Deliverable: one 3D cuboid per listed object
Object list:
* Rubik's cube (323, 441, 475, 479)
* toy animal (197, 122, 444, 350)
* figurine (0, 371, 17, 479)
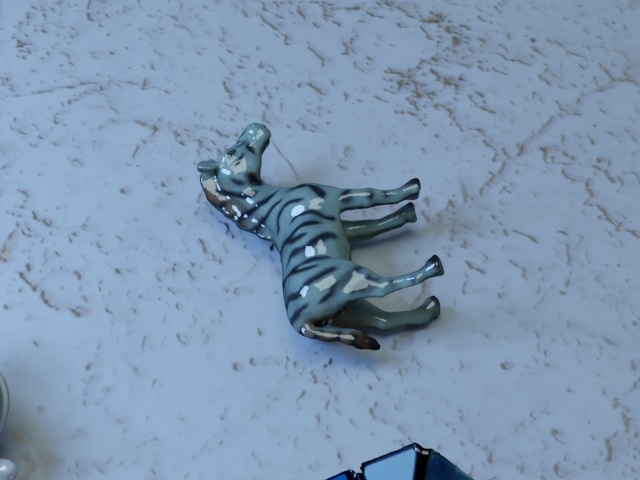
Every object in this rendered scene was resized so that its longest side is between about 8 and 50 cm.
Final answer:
[{"bbox_3d":[0.019,0.276,1.407,0.234,0.284,0.250,17,80,41],"label":"Rubik's cube"},{"bbox_3d":[0.014,-0.009,1.661,0.170,0.089,0.255,-23,49,-15],"label":"toy animal"},{"bbox_3d":[-0.358,0.123,1.503,0.257,0.144,0.182,29,32,27],"label":"figurine"}]
